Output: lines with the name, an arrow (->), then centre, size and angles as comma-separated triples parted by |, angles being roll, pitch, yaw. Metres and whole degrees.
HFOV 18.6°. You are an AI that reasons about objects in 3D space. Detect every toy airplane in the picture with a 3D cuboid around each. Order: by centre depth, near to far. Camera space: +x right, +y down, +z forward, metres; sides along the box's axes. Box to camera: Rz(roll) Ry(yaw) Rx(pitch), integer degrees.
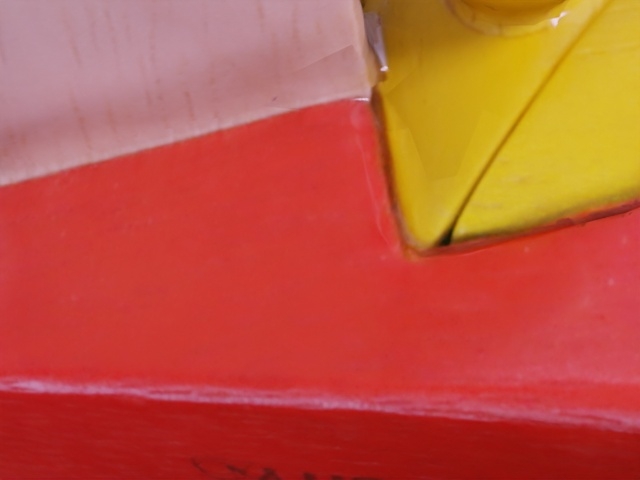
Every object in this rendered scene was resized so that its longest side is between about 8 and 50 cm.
toy airplane -> -0.008, -0.025, 0.473 | 0.384, 0.272, 0.386 | 27, -30, -30
